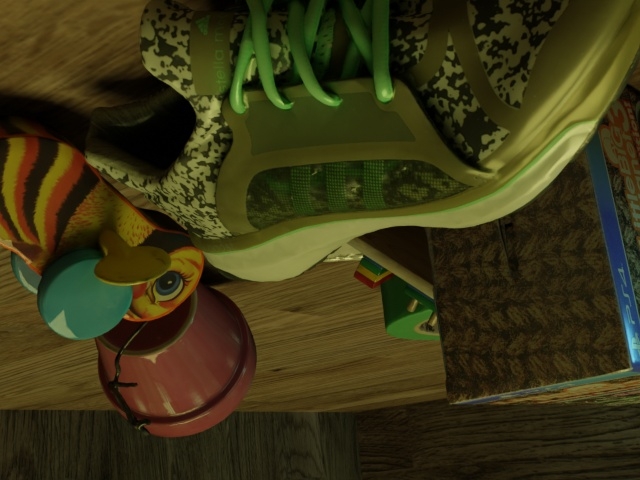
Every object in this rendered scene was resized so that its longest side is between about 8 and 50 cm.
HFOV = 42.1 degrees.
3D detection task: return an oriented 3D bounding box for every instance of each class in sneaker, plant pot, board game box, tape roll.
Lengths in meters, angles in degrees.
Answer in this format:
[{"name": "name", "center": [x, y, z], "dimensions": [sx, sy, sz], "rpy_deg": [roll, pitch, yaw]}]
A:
[{"name": "sneaker", "center": [-0.007, -0.085, 0.467], "dimensions": [0.182, 0.158, 0.410], "rpy_deg": [20, 149, -33]}, {"name": "plant pot", "center": [-0.194, 0.121, 1.031], "dimensions": [0.201, 0.201, 0.180], "rpy_deg": [-7, 148, 5]}, {"name": "board game box", "center": [0.227, 0.010, 0.684], "dimensions": [0.141, 0.232, 0.291], "rpy_deg": [-21, 158, 40]}, {"name": "tape roll", "center": [0.249, 0.078, 1.201], "dimensions": [0.321, 0.077, 0.321], "rpy_deg": [-5, 163, -1]}]

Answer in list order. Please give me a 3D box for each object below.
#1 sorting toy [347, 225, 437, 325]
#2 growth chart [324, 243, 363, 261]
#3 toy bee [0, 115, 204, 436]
[{"name": "sorting toy", "center": [0.109, 0.032, 0.812], "dimensions": [0.132, 0.274, 0.046], "rpy_deg": [-25, 143, -56]}, {"name": "growth chart", "center": [0.000, 0.000, 0.948], "dimensions": [0.237, 0.021, 0.172], "rpy_deg": [-5, 163, -1]}, {"name": "toy bee", "center": [-0.166, 0.002, 0.672], "dimensions": [0.162, 0.195, 0.298], "rpy_deg": [-39, 151, -15]}]
